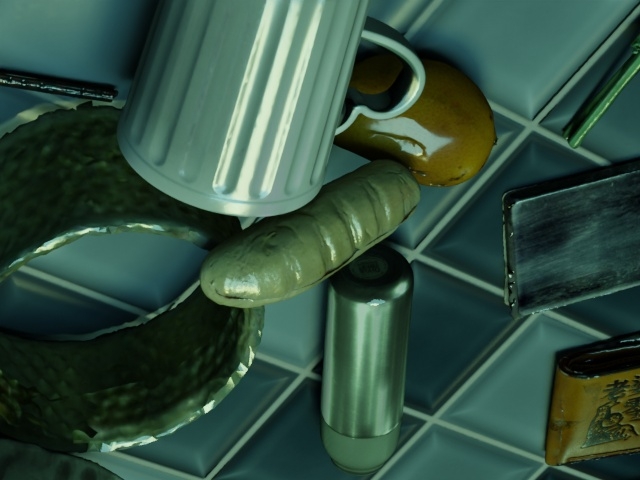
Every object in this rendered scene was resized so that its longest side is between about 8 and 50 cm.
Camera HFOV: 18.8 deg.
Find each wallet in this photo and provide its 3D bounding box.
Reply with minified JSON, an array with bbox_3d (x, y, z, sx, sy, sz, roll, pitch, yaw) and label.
[{"bbox_3d":[0.327,0.159,1.958,0.195,0.042,0.161,-11,134,-10],"label":"wallet"}]

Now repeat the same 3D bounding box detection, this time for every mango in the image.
[{"bbox_3d":[0.075,-0.100,1.602,0.159,0.084,0.105,12,121,-28],"label":"mango"}]

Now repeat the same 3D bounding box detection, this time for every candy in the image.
[{"bbox_3d":[0.286,-0.170,1.631,0.077,0.073,0.262,5,137,-37],"label":"candy"}]

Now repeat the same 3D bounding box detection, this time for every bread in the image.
[{"bbox_3d":[0.000,-0.001,1.526,0.214,0.053,0.073,-29,129,-30],"label":"bread"}]

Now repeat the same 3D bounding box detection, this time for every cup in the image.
[{"bbox_3d":[-0.036,-0.152,1.481,0.221,0.167,0.202,-25,144,-45],"label":"cup"}]

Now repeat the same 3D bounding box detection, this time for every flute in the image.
[{"bbox_3d":[-0.285,-0.132,1.496,0.269,0.014,0.014,8,128,-25],"label":"flute"}]

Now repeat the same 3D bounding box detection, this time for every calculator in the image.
[{"bbox_3d":[0.297,-0.015,1.802,0.261,0.021,0.161,-14,134,-7],"label":"calculator"}]

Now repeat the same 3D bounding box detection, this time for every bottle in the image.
[{"bbox_3d":[0.045,0.112,1.797,0.096,0.079,0.254,-40,146,-38],"label":"bottle"}]

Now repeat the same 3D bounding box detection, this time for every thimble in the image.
[{"bbox_3d":[-0.185,0.038,1.592,0.270,0.150,0.271,-10,134,-11],"label":"thimble"}]

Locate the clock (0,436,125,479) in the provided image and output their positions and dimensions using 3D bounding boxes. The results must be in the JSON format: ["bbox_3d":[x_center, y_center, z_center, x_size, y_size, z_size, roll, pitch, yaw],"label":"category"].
[{"bbox_3d":[-0.323,0.241,1.690,0.325,0.067,0.325,2,157,1],"label":"clock"}]
